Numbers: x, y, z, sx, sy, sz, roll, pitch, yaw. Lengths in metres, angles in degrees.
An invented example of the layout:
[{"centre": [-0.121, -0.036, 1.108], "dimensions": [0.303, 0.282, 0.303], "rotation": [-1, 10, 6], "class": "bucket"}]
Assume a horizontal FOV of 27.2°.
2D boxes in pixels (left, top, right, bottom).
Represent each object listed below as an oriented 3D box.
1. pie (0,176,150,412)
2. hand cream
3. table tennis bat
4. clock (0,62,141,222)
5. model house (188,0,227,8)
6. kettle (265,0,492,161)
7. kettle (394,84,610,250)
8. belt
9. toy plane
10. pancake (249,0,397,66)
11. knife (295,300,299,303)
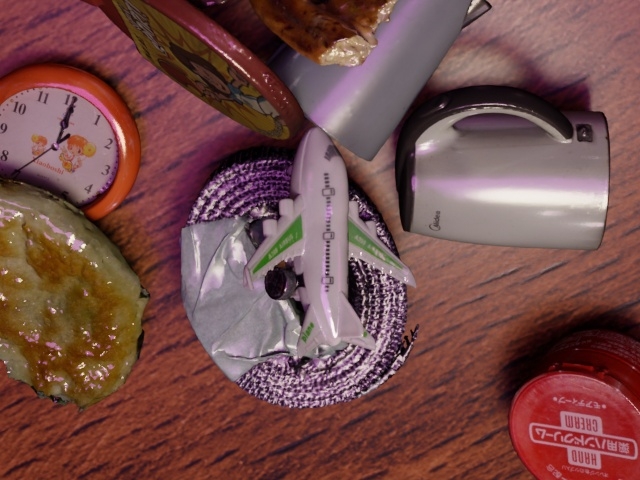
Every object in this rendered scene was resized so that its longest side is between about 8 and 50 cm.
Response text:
[{"centre": [-0.380, 0.058, 1.605], "dimensions": [0.371, 0.078, 0.296], "rotation": [30, 124, -12], "class": "pie"}, {"centre": [0.337, 0.213, 1.611], "dimensions": [0.193, 0.125, 0.193], "rotation": [17, 124, 27], "class": "hand cream"}, {"centre": [-0.187, -0.239, 1.442], "dimensions": [0.415, 0.268, 0.051], "rotation": [34, 81, 12], "class": "table tennis bat"}, {"centre": [-0.315, -0.112, 1.575], "dimensions": [0.205, 0.051, 0.205], "rotation": [1, 114, 2], "class": "clock"}, {"centre": [-0.098, -0.364, 1.368], "dimensions": [0.183, 0.172, 0.166], "rotation": [-20, 153, 33], "class": "model house"}, {"centre": [0.052, -0.248, 1.487], "dimensions": [0.210, 0.160, 0.243], "rotation": [42, 100, 16], "class": "kettle"}, {"centre": [0.203, -0.090, 1.504], "dimensions": [0.236, 0.161, 0.221], "rotation": [2, 143, 3], "class": "kettle"}, {"centre": [-0.034, 0.045, 1.586], "dimensions": [0.260, 0.122, 0.325], "rotation": [-25, 102, 5], "class": "belt"}, {"centre": [-0.003, 0.001, 1.466], "dimensions": [0.101, 0.251, 0.255], "rotation": [-16, 79, 45], "class": "toy plane"}, {"centre": [0.020, -0.318, 1.406], "dimensions": [0.244, 0.057, 0.266], "rotation": [-25, 72, 22], "class": "pancake"}, {"centre": [-0.038, 0.075, 1.662], "dimensions": [0.170, 0.010, 0.023], "rotation": [-36, 107, 12], "class": "knife"}]
